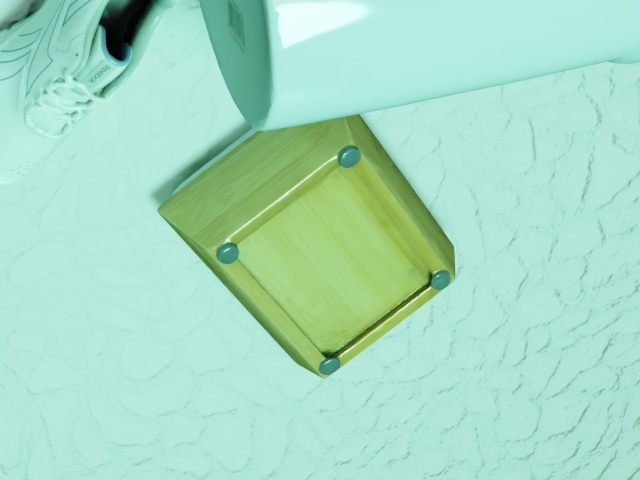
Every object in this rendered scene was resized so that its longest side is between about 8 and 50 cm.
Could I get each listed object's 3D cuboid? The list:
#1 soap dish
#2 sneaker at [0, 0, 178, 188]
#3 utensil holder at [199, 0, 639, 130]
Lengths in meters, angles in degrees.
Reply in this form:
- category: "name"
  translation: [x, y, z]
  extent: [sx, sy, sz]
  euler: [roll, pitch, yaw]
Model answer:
- category: "soap dish"
  translation: [0.000, 0.000, 1.652]
  extent: [0.229, 0.118, 0.291]
  euler: [-37, 128, 3]
- category: "sneaker"
  translation: [-0.237, -0.164, 1.423]
  extent: [0.111, 0.129, 0.297]
  euler: [22, 112, -36]
- category: "utensil holder"
  translation: [0.095, -0.286, 1.369]
  extent: [0.386, 0.327, 0.327]
  euler: [-13, 127, -13]
